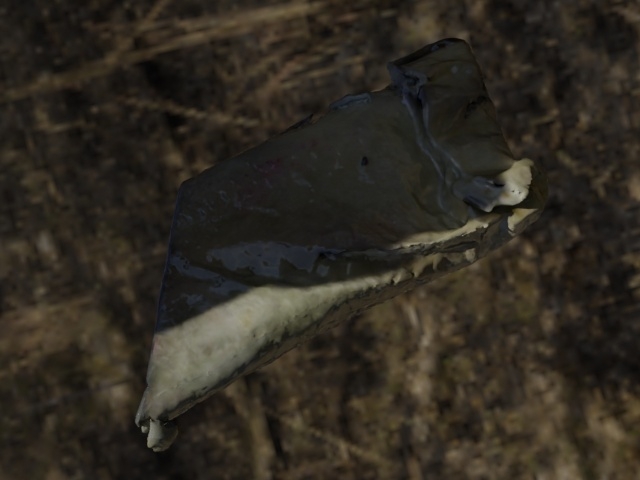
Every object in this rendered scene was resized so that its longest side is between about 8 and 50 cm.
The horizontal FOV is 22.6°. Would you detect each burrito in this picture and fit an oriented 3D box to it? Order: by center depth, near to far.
[{"bbox_3d":[-0.007,-0.007,1.110,0.175,0.347,0.107,50,166,38],"label":"burrito"}]
